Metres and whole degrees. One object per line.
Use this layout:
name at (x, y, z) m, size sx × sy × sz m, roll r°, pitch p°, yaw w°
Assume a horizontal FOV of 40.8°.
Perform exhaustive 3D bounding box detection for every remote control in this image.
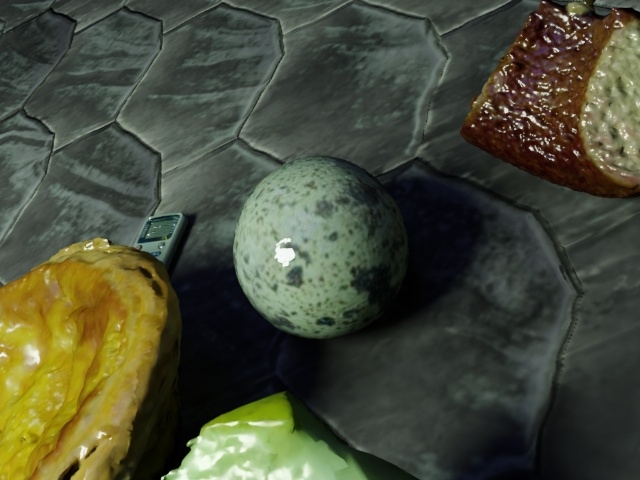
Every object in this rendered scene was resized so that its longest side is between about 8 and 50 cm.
remote control at (-0.168, 0.023, 0.839) m, size 0.053 × 0.018 × 0.124 m, roll -6°, pitch 47°, yaw 29°

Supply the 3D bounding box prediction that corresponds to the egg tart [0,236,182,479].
egg tart at (-0.216, 0.153, 0.645) m, size 0.341 × 0.129 × 0.341 m, roll -23°, pitch 39°, yaw 20°

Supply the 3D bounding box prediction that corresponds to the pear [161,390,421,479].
pear at (-0.017, 0.243, 0.393) m, size 0.286 × 0.176 × 0.282 m, roll -38°, pitch 40°, yaw -3°

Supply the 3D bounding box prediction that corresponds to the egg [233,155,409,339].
egg at (0.000, 0.000, 0.660) m, size 0.132 × 0.132 × 0.172 m, roll -24°, pitch 28°, yaw 12°

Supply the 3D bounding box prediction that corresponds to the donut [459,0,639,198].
donut at (0.207, -0.096, 0.639) m, size 0.187 × 0.144 × 0.126 m, roll 34°, pitch 77°, yaw 17°
